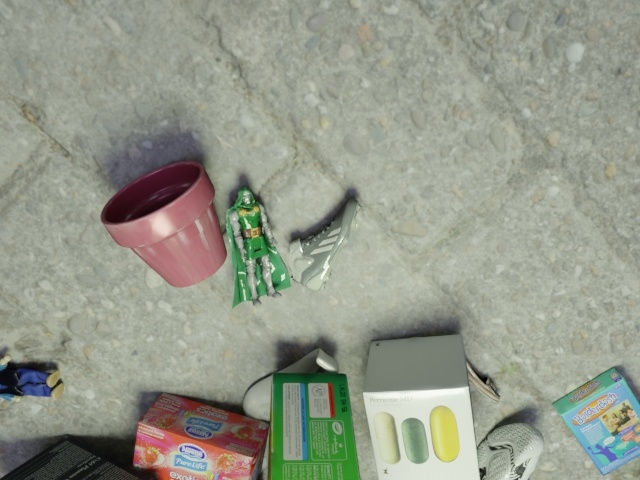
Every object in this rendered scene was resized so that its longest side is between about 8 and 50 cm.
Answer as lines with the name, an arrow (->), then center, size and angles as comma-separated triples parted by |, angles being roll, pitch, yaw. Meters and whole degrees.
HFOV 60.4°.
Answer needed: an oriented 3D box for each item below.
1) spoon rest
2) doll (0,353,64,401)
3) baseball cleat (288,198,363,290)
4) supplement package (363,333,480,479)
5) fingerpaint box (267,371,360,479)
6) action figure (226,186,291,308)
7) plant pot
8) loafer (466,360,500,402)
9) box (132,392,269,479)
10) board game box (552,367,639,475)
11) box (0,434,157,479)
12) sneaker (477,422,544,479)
spoon rest -> -0.061, 0.325, 1.195 | 0.137, 0.084, 0.276 | 38, 116, -11
doll -> -0.655, 0.300, 1.179 | 0.189, 0.046, 0.129 | 1, 117, 5
baseball cleat -> 0.000, 0.000, 1.085 | 0.109, 0.072, 0.206 | 24, 102, -2
supplement package -> 0.209, 0.360, 1.123 | 0.199, 0.198, 0.263 | -7, 108, 13
fingerpaint box -> -0.019, 0.537, 1.017 | 0.163, 0.445, 0.371 | 2, 124, -5
action figure -> -0.131, 0.009, 1.076 | 0.137, 0.063, 0.232 | -21, 109, -32
plant pot -> -0.269, -0.021, 1.020 | 0.201, 0.201, 0.180 | -20, 123, 5
loafer -> 0.352, 0.310, 1.209 | 0.125, 0.045, 0.039 | 36, 97, -9
box -> -0.252, 0.439, 1.168 | 0.257, 0.122, 0.128 | 14, 107, 8
board game box -> 0.652, 0.412, 1.245 | 0.160, 0.047, 0.210 | -35, 106, 10
box -> -0.481, 0.643, 1.155 | 0.312, 0.179, 0.343 | 7, 111, 31
sneaker -> 0.439, 0.581, 1.253 | 0.210, 0.137, 0.366 | 25, 111, -10
